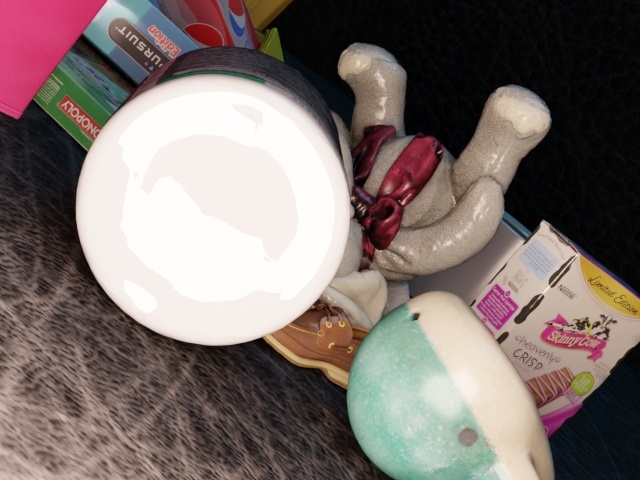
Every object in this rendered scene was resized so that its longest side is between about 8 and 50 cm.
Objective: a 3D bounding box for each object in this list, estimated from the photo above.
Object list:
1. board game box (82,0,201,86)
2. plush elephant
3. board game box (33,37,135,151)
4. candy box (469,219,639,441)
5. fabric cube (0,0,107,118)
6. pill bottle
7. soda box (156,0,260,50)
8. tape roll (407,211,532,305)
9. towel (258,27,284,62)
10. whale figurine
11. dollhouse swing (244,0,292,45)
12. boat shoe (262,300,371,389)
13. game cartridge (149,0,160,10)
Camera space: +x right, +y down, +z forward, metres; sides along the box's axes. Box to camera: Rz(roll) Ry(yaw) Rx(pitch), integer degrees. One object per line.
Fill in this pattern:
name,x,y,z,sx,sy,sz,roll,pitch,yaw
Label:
board game box,-0.208,-0.226,1.758,0.254,0.079,0.336,42,0,-18
plush elephant,0.035,-0.037,1.547,0.272,0.330,0.255,30,25,35
board game box,-0.258,-0.166,1.564,0.317,0.046,0.213,43,8,20
candy box,0.209,0.115,1.484,0.159,0.233,0.071,32,11,-38
fabric cube,-0.330,-0.316,1.320,0.254,0.258,0.259,29,14,-47
pill bottle,-0.081,-0.056,1.234,0.204,0.204,0.361,38,10,-9
soda box,-0.137,-0.264,1.981,0.092,0.083,0.263,-80,157,-43
tape roll,0.251,0.059,2.142,0.246,0.169,0.246,39,9,-7
towel,-0.085,-0.184,1.961,0.237,0.021,0.102,-70,156,-51
whale figurine,0.116,0.177,1.239,0.272,0.141,0.216,63,-2,-26
dollhouse swing,-0.220,-0.499,2.543,0.347,0.305,0.315,44,10,21
boat shoe,-0.004,0.081,1.335,0.178,0.060,0.064,31,13,-44
game cartridge,-0.272,-0.346,2.010,0.297,0.062,0.198,52,15,-10
